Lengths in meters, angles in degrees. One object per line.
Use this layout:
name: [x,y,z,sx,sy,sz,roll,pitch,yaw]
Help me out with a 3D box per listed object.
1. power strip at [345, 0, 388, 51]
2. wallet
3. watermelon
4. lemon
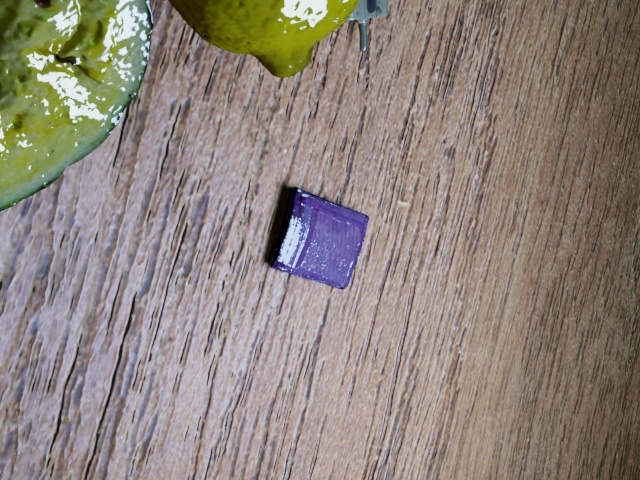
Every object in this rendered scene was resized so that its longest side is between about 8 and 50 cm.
power strip: [0.050,-0.382,1.439,0.092,0.034,0.268,-18,111,-48]
wallet: [0.001,0.000,1.458,0.166,0.030,0.111,19,82,-51]
watermelon: [-0.314,-0.186,0.897,0.331,0.189,0.331,-31,153,-18]
lemon: [-0.066,-0.328,1.147,0.245,0.245,0.319,-32,115,-43]
